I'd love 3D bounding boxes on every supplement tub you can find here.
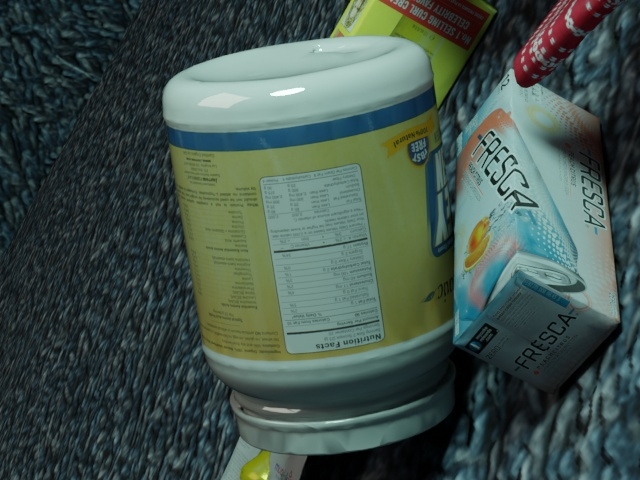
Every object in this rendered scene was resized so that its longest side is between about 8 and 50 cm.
[{"bbox_3d":[0.000,0.000,0.987,0.144,0.144,0.200,-129,29,-73],"label":"supplement tub"}]

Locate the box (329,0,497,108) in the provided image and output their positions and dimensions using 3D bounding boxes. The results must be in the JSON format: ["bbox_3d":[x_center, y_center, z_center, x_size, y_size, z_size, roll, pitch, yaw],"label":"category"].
[{"bbox_3d":[0.026,-0.086,1.299,0.232,0.087,0.058,-58,18,11],"label":"box"}]

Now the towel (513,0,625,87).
[{"bbox_3d":[0.211,-0.190,0.876,0.199,0.031,0.275,-50,5,-37],"label":"towel"}]

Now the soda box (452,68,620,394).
[{"bbox_3d":[0.108,-0.009,0.945,0.058,0.063,0.183,-53,18,32],"label":"soda box"}]

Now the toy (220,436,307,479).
[{"bbox_3d":[0.010,0.071,1.144,0.237,0.056,0.137,-67,19,2],"label":"toy"}]
